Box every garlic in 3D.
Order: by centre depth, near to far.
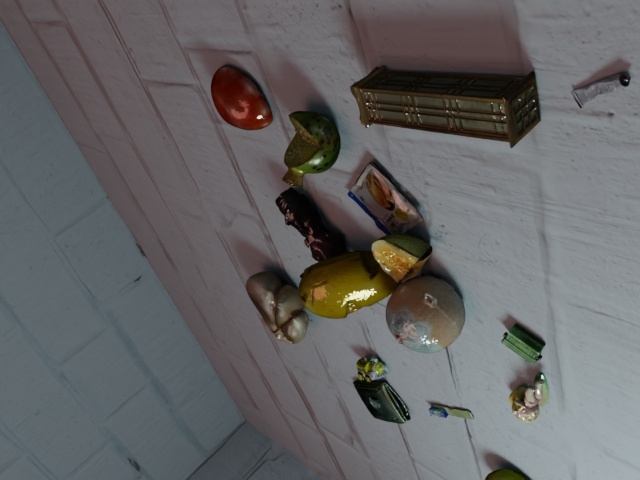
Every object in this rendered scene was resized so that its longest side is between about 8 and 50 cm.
[{"bbox_3d":[-0.142,0.220,2.135,0.279,0.132,0.325,38,154,18],"label":"garlic"}]

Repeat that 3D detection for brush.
[{"bbox_3d":[0.379,0.506,1.848,0.178,0.030,0.033,-13,105,61],"label":"brush"}]

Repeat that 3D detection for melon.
[{"bbox_3d":[0.184,0.021,1.414,0.128,0.079,0.160,35,157,4],"label":"melon"}]

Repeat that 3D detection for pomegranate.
[{"bbox_3d":[-0.018,-0.198,1.385,0.143,0.122,0.169,15,104,56],"label":"pomegranate"}]

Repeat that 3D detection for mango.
[{"bbox_3d":[0.073,0.108,1.576,0.262,0.130,0.167,-21,113,18],"label":"mango"}]

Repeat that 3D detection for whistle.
[{"bbox_3d":[0.241,0.204,1.511,0.189,0.189,0.348,38,163,20],"label":"whistle"}]

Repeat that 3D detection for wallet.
[{"bbox_3d":[0.201,0.548,2.150,0.160,0.055,0.236,57,154,-3],"label":"wallet"}]

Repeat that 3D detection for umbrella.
[{"bbox_3d":[0.000,0.000,1.670,0.326,0.094,0.090,52,161,-5],"label":"umbrella"}]

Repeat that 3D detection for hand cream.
[{"bbox_3d":[0.393,-0.211,0.879,0.030,0.019,0.093,52,160,-11],"label":"hand cream"}]

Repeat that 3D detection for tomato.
[{"bbox_3d":[-0.204,-0.334,1.539,0.174,0.082,0.166,24,144,43],"label":"tomato"}]

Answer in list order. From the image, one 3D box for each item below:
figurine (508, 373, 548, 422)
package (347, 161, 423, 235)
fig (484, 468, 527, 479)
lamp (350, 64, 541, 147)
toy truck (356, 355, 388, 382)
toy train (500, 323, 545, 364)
[{"bbox_3d":[0.481,0.362,1.458,0.083,0.083,0.187,34,156,27],"label":"figurine"},{"bbox_3d":[0.143,-0.079,1.418,0.171,0.027,0.173,45,153,6],"label":"package"},{"bbox_3d":[0.535,0.723,1.795,0.153,0.121,0.136,20,146,44],"label":"fig"},{"bbox_3d":[0.200,-0.232,1.058,0.325,0.090,0.089,18,140,44],"label":"lamp"},{"bbox_3d":[0.162,0.402,1.996,0.111,0.076,0.076,-11,97,59],"label":"toy truck"},{"bbox_3d":[0.441,0.224,1.364,0.093,0.038,0.056,37,145,23],"label":"toy train"}]
